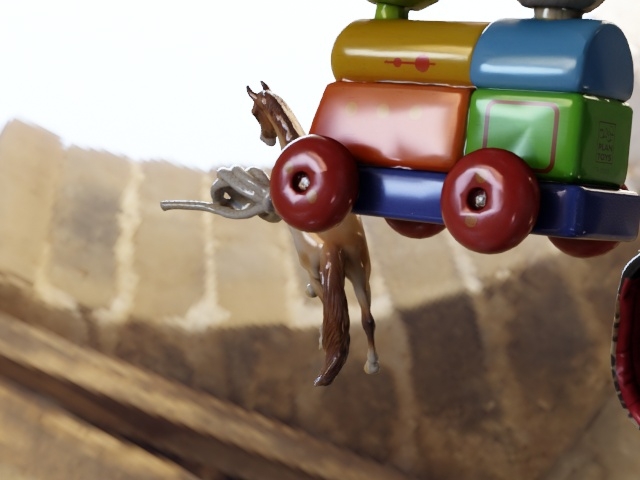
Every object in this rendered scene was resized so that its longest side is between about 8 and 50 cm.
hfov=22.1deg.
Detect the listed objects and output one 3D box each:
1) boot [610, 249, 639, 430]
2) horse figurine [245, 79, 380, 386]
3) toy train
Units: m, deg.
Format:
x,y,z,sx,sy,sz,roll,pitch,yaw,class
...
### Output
x,y,z,sx,sy,sz,roll,pitch,yaw,class
0.400,-0.010,1.411,0.284,0.377,0.138,-21,-132,-36,boot
0.000,0.000,1.340,0.066,0.174,0.263,-12,-144,-3,horse figurine
0.024,-0.073,0.730,0.248,0.143,0.105,7,-178,36,toy train
